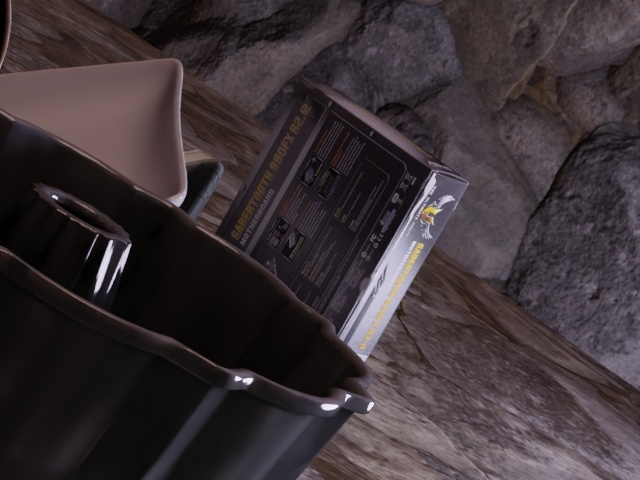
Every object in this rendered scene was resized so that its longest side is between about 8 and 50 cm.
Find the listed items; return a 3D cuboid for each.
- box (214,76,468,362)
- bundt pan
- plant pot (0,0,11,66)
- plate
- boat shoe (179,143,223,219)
[{"bbox_3d":[0.000,0.000,1.662,0.056,0.231,0.183,17,16,-49],"label":"box"},{"bbox_3d":[-0.142,0.038,0.909,0.330,0.124,0.331,30,7,-4],"label":"bundt pan"},{"bbox_3d":[-0.354,-0.164,1.525,0.215,0.215,0.230,31,-6,-5],"label":"plant pot"},{"bbox_3d":[-0.226,-0.049,1.259,0.277,0.045,0.278,-5,23,-3],"label":"plate"},{"bbox_3d":[-0.185,-0.051,1.700,0.103,0.118,0.320,39,17,16],"label":"boat shoe"}]
